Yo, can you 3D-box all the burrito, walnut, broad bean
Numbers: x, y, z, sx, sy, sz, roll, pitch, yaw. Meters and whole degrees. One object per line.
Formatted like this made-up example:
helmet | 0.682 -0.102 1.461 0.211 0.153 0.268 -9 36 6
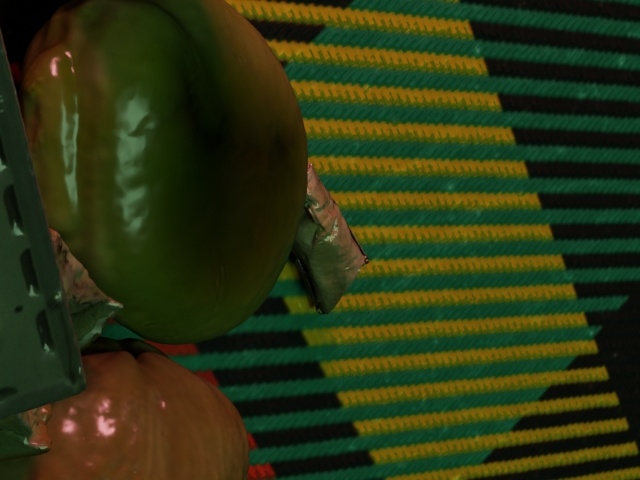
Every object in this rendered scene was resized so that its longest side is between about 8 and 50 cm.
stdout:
burrito | 0.000 0.000 1.507 0.041 0.055 0.149 -70 147 -42
walnut | -0.178 0.195 1.291 0.283 0.227 0.283 -7 108 -23
broad bean | -0.101 -0.058 1.295 0.291 0.119 0.238 51 48 -50

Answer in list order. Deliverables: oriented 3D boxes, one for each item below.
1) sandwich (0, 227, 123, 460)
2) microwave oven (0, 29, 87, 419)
sandwich | -0.262 0.064 1.164 0.227 0.198 0.155 -51 137 -14
microwave oven | -0.290 -0.138 0.886 0.236 0.374 0.432 -18 126 -13
